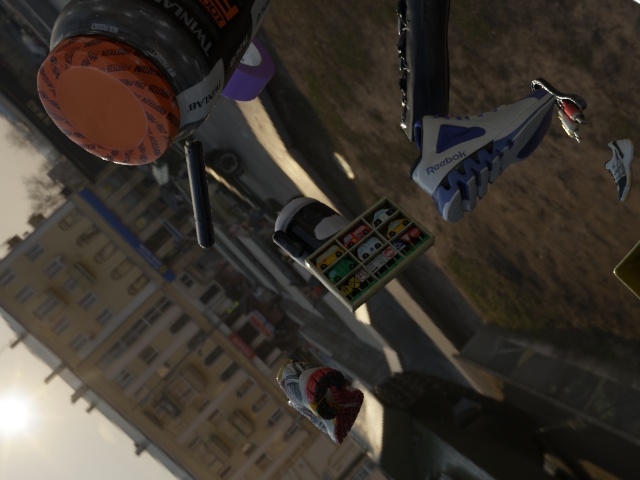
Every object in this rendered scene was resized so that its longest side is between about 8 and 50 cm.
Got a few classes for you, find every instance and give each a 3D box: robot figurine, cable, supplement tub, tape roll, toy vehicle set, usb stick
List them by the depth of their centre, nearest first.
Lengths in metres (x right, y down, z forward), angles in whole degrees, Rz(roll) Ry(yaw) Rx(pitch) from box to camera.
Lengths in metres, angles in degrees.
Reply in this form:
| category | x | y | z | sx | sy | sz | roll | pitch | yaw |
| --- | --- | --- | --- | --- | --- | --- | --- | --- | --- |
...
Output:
| category | x | y | z | sx | sy | sz | roll | pitch | yaw |
| --- | --- | --- | --- | --- | --- | --- | --- | --- | --- |
| supplement tub | -0.204 | -0.270 | 0.837 | 0.207 | 0.338 | 0.207 | 11 | 141 | 9 |
| toy vehicle set | 0.116 | 0.027 | 1.503 | 0.166 | 0.266 | 0.035 | 43 | 160 | 25 |
| usb stick | -0.304 | -0.116 | 1.627 | 0.077 | 0.045 | 0.278 | -129 | 33 | -67 |
| robot figurine | 0.001 | 0.002 | 1.690 | 0.278 | 0.174 | 0.209 | 37 | 171 | 36 |
| tape roll | -0.260 | -0.505 | 1.746 | 0.274 | 0.090 | 0.275 | 31 | -147 | -23 |
| cable | 0.760 | -0.446 | 2.072 | 0.287 | 0.072 | 0.139 | 57 | 175 | 36 |

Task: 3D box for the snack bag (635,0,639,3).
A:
| category | x | y | z | sx | sy | sz | roll | pitch | yaw |
| --- | --- | --- | --- | --- | --- | --- | --- | --- | --- |
| snack bag | 0.670 | -0.600 | 1.202 | 0.343 | 0.037 | 0.323 | 89 | 159 | -44 |

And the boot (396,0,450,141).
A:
| category | x | y | z | sx | sy | sz | roll | pitch | yaw |
| --- | --- | --- | --- | --- | --- | --- | --- | --- | --- |
| boot | 0.253 | -0.485 | 1.503 | 0.146 | 0.367 | 0.446 | -1 | 115 | 18 |

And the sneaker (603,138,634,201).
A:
| category | x | y | z | sx | sy | sz | roll | pitch | yaw |
| --- | --- | --- | --- | --- | --- | --- | --- | --- | --- |
| sneaker | 0.400 | -0.094 | 0.866 | 0.036 | 0.083 | 0.032 | 3 | -176 | 25 |

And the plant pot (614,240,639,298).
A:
| category | x | y | z | sx | sy | sz | roll | pitch | yaw |
| --- | --- | --- | --- | --- | --- | --- | --- | --- | --- |
| plant pot | 0.841 | 0.053 | 1.440 | 0.212 | 0.187 | 0.212 | 53 | 147 | 27 |

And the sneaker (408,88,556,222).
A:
| category | x | y | z | sx | sy | sz | roll | pitch | yaw |
| --- | --- | --- | --- | --- | --- | --- | --- | --- | --- |
| sneaker | 0.279 | -0.195 | 1.204 | 0.182 | 0.315 | 0.127 | 42 | 165 | 27 |

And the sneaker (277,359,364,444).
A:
| category | x | y | z | sx | sy | sz | roll | pitch | yaw |
| --- | --- | --- | --- | --- | --- | --- | --- | --- | --- |
| sneaker | 0.003 | 0.241 | 0.995 | 0.092 | 0.088 | 0.225 | 19 | 152 | 30 |
